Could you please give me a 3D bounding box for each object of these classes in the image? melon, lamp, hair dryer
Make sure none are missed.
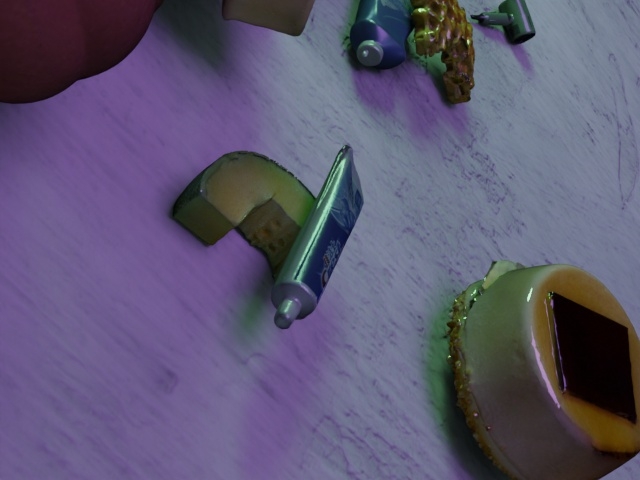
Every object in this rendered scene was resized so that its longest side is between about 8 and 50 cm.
[{"bbox_3d":[-0.064,-0.024,1.246,0.209,0.064,0.118,39,40,-32],"label":"melon"},{"bbox_3d":[-0.271,-0.242,0.988,0.305,0.240,0.305,3,57,-5],"label":"lamp"},{"bbox_3d":[0.298,-0.369,1.940,0.150,0.047,0.071,-7,73,-46],"label":"hair dryer"}]

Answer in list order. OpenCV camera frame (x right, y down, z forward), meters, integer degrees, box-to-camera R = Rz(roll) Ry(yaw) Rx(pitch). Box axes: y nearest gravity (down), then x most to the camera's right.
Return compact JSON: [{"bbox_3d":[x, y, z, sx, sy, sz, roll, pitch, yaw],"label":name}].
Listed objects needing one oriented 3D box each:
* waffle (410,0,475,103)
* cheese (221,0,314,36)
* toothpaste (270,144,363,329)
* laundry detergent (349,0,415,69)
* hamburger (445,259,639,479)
[{"bbox_3d":[0.181,-0.286,1.673,0.194,0.051,0.149,25,60,-63],"label":"waffle"},{"bbox_3d":[-0.028,-0.398,1.249,0.104,0.384,0.384,11,51,-6],"label":"cheese"},{"bbox_3d":[0.001,0.001,1.235,0.069,0.047,0.268,43,39,-15],"label":"toothpaste"},{"bbox_3d":[0.088,-0.303,1.616,0.097,0.061,0.206,53,35,-28],"label":"laundry detergent"},{"bbox_3d":[0.279,0.170,1.446,0.302,0.170,0.302,24,53,-37],"label":"hamburger"}]
